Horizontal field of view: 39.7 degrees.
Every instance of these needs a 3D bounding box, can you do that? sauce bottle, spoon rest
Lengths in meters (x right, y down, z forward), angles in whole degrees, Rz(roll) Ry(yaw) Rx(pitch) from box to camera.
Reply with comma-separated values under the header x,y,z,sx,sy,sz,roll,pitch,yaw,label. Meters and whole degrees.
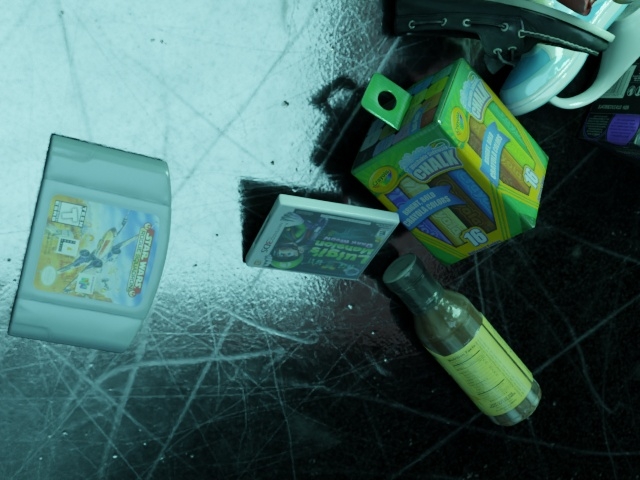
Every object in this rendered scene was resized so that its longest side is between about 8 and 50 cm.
x,y,z,sx,sy,sz,roll,pitch,yaw,label
0.233,0.162,1.477,0.111,0.111,0.344,-43,108,-7,sauce bottle
0.482,-0.313,1.470,0.276,0.137,0.084,-40,110,6,spoon rest

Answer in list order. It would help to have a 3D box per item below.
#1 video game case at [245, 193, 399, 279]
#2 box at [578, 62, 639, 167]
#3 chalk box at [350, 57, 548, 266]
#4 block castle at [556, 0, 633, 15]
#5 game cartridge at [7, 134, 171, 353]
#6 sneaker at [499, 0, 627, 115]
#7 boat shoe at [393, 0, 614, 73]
x,y,z,sx,sy,sz,roll,pitch,yaw,label
0.000,0.000,1.354,0.190,0.173,0.022,8,54,-19,video game case
0.609,-0.184,1.504,0.270,0.165,0.143,21,93,-21,box
0.179,-0.137,1.332,0.289,0.179,0.180,44,44,-21,chalk box
0.446,-0.540,1.221,0.453,0.212,0.303,-46,156,-36,block castle
-0.326,0.012,1.296,0.198,0.062,0.297,12,96,-16,game cartridge
0.344,-0.369,1.409,0.208,0.127,0.319,43,76,-22,sneaker
0.256,-0.308,1.316,0.340,0.127,0.113,22,102,19,boat shoe
